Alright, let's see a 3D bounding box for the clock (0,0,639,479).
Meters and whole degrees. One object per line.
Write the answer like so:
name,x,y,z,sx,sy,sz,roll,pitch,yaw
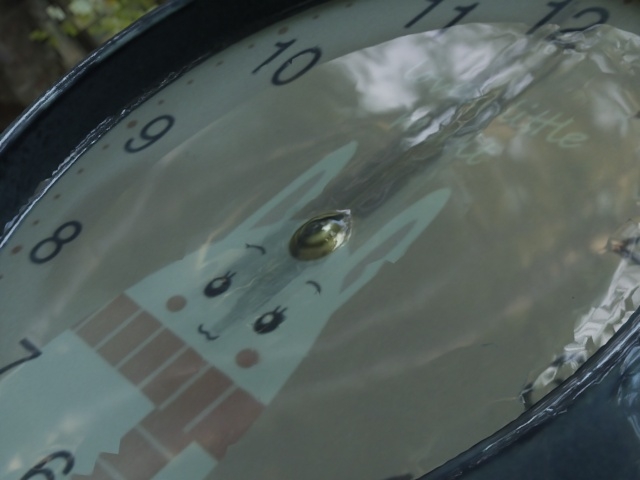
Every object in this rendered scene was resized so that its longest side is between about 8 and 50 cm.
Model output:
clock,0.000,0.000,0.640,0.076,0.386,0.386,59,-3,-37
